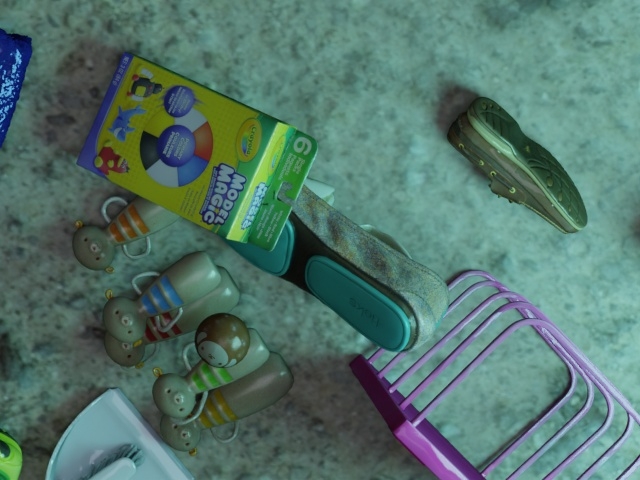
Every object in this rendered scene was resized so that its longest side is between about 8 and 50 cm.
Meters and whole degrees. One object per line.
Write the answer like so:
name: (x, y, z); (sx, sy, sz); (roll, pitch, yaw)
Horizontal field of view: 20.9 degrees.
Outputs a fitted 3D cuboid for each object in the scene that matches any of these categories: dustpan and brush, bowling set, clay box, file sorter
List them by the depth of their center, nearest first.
clay box: (-0.122, -0.088, 1.725); (0.222, 0.053, 0.127); (25, 95, 24)
file sorter: (0.180, 0.163, 1.736); (0.182, 0.290, 0.202); (-44, 101, 1)
bowling set: (-0.152, 0.092, 1.743); (0.154, 0.200, 0.287); (-31, 98, 2)
dustpan and brush: (-0.255, 0.276, 1.830); (0.211, 0.060, 0.147); (-38, 101, 2)

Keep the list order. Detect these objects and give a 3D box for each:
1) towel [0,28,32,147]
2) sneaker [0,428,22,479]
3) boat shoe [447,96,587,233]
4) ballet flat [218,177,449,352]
towel: (-0.441, -0.098, 1.743); (0.228, 0.076, 0.308); (20, 100, -12)
sneaker: (-0.458, 0.223, 1.777); (0.296, 0.109, 0.123); (17, 94, -8)
boat shoe: (0.206, -0.071, 1.816); (0.178, 0.064, 0.060); (44, 124, -10)
ballet flat: (0.000, 0.000, 1.771); (0.316, 0.106, 0.107); (39, 137, 17)
